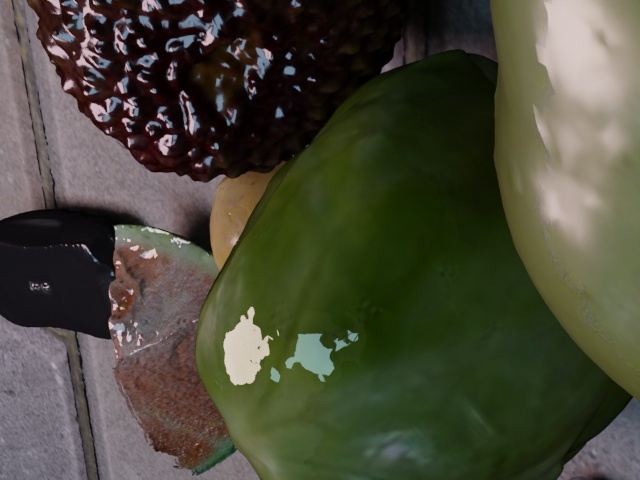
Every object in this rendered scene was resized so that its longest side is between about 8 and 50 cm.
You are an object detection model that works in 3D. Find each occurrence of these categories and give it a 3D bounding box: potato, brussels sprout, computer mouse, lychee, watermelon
[{"bbox_3d":[0.000,0.000,1.234,0.178,0.118,0.109,14,162,30],"label":"potato"},{"bbox_3d":[0.072,0.036,1.035,0.247,0.328,0.328,60,150,30],"label":"brussels sprout"},{"bbox_3d":[-0.236,0.029,1.552,0.217,0.073,0.122,6,125,39],"label":"computer mouse"},{"bbox_3d":[-0.067,-0.177,1.071,0.271,0.271,0.271,29,137,31],"label":"lychee"},{"bbox_3d":[-0.085,0.087,1.422,0.146,0.128,0.231,-4,134,19],"label":"watermelon"}]

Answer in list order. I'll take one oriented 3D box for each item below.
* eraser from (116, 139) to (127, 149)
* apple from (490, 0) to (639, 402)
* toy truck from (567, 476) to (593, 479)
[{"bbox_3d":[-0.186,-0.239,1.290,0.089,0.061,0.352,-2,118,49],"label":"eraser"},{"bbox_3d":[0.281,-0.100,0.560,0.473,0.473,0.473,29,137,31],"label":"apple"},{"bbox_3d":[0.173,0.288,1.273,0.124,0.114,0.253,46,145,30],"label":"toy truck"}]
